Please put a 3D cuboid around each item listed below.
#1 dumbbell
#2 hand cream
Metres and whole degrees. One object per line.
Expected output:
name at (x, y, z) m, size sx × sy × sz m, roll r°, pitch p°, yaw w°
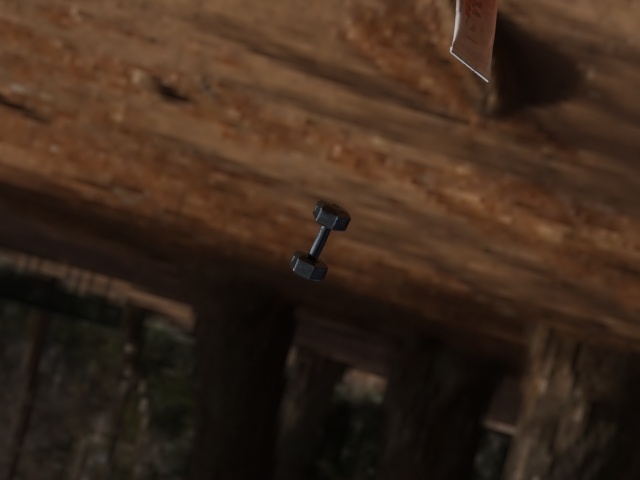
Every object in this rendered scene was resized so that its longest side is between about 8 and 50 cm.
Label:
dumbbell at (0.000, 0.000, 1.981) m, size 0.040 × 0.083 × 0.036 m, roll 27°, pitch -165°, yaw 11°
hand cream at (0.177, -0.269, 2.194) m, size 0.052 × 0.216 × 0.038 m, roll 12°, pitch 135°, yaw -4°
